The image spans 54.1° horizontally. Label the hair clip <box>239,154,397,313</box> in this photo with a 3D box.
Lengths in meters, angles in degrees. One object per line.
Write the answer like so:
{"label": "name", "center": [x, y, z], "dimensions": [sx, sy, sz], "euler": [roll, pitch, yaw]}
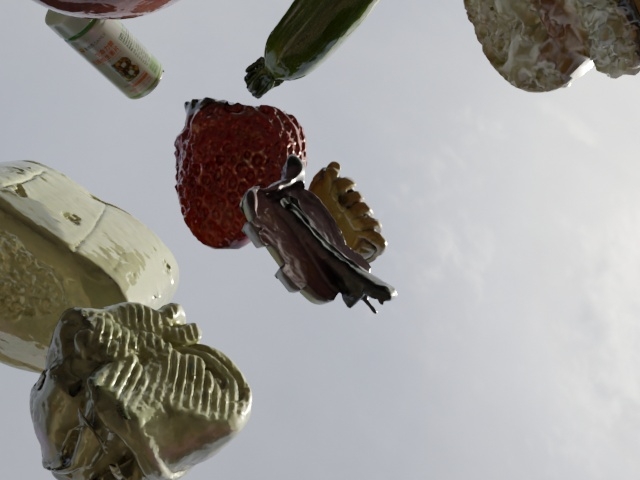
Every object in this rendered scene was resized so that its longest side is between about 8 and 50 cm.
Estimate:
{"label": "hair clip", "center": [-0.005, 0.006, 0.634], "dimensions": [0.187, 0.056, 0.146], "euler": [45, -149, 5]}

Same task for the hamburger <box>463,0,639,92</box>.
{"label": "hamburger", "center": [0.277, -0.375, 0.607], "dimensions": [0.286, 0.268, 0.446], "euler": [-14, -87, -14]}

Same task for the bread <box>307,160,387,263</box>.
{"label": "bread", "center": [0.051, -0.048, 1.288], "dimensions": [0.081, 0.134, 0.225], "euler": [-11, -116, -43]}

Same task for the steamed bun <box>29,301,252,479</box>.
{"label": "steamed bun", "center": [-0.258, 0.238, 0.880], "dimensions": [0.280, 0.207, 0.268], "euler": [4, -145, -51]}

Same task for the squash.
{"label": "squash", "center": [0.033, -0.269, 0.631], "dimensions": [0.071, 0.319, 0.080], "euler": [28, -169, -39]}

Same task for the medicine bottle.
{"label": "medicine bottle", "center": [-0.347, -0.317, 1.022], "dimensions": [0.086, 0.183, 0.086], "euler": [-15, -124, 24]}

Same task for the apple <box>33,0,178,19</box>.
{"label": "apple", "center": [-0.246, -0.396, 0.714], "dimensions": [0.305, 0.306, 0.235], "euler": [-2, -147, -18]}

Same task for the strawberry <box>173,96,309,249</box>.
{"label": "strawberry", "center": [-0.173, -0.143, 1.344], "dimensions": [0.291, 0.291, 0.310], "euler": [3, -84, -15]}

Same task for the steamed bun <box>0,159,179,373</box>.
{"label": "steamed bun", "center": [-0.534, 0.056, 1.230], "dimensions": [0.455, 0.290, 0.371], "euler": [36, -167, -8]}
